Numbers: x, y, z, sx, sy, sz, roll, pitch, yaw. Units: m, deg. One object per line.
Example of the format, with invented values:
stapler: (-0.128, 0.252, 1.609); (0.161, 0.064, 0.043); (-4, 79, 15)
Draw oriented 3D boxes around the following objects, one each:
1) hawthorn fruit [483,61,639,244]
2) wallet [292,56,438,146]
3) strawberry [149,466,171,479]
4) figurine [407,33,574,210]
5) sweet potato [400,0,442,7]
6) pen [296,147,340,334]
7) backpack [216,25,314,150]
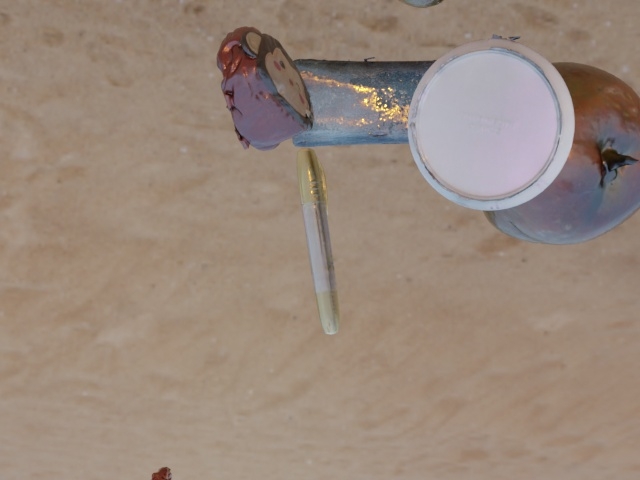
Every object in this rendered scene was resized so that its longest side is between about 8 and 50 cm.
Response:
hawthorn fruit: (0.349, -0.126, 1.472); (0.267, 0.268, 0.301); (9, 180, -17)
wallet: (0.122, -0.296, 2.215); (0.378, 0.191, 0.046); (-1, 177, 2)
strawberry: (-0.182, 0.367, 1.124); (0.086, 0.208, 0.167); (-13, 136, -3)
figurine: (0.153, -0.094, 0.831); (0.132, 0.132, 0.153); (-4, -176, 25)
sweet potato: (0.062, -0.297, 1.028); (0.077, 0.077, 0.243); (-5, 165, 26)
pen: (0.000, 0.000, 1.284); (0.032, 0.234, 0.040); (-10, 178, 40)
backpack: (-0.109, -0.279, 1.838); (0.138, 0.229, 0.229); (-26, 154, 15)
